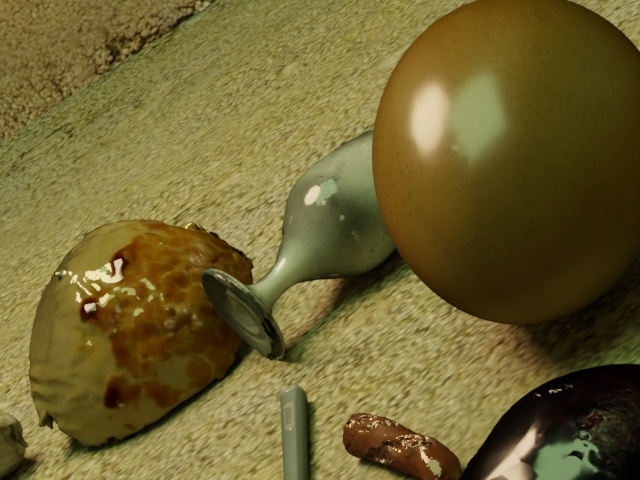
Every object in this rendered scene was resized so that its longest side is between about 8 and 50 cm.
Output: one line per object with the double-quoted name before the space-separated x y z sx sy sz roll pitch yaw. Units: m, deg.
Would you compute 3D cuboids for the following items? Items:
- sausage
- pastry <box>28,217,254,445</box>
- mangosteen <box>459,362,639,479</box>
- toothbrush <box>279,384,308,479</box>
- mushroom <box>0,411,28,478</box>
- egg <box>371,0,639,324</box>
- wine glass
"sausage" 0.066 0.169 1.268 0.036 0.042 0.158 -1 9 -27
"pastry" -0.206 0.076 1.685 0.237 0.170 0.256 -22 29 35
"mangosteen" 0.187 0.184 0.865 0.250 0.211 0.211 25 56 30
"toothbrush" -0.023 0.209 1.314 0.025 0.030 0.342 -25 20 10
"mushroom" -0.431 0.256 1.740 0.278 0.096 0.099 -26 -22 25
"egg" 0.166 -0.067 1.332 0.250 0.250 0.322 -23 32 27
"wine glass" 0.000 0.000 1.607 0.241 0.126 0.126 -42 22 -21
